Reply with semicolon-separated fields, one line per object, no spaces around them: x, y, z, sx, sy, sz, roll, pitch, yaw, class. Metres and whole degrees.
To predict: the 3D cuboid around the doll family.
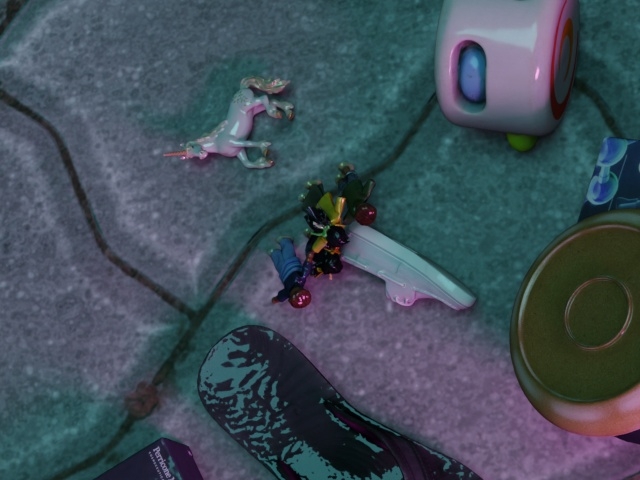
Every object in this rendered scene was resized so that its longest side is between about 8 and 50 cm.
0.000;0.000;1.721;0.193;0.076;0.111;-65;33;31;doll family

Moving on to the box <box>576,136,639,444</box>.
0.450;0.080;1.446;0.395;0.212;0.293;10;77;45;box

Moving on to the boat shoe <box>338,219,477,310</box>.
0.097;0.042;1.717;0.184;0.066;0.063;31;96;21;boat shoe

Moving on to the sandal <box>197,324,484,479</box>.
0.025;0.259;1.653;0.446;0.107;0.167;35;87;22;sandal

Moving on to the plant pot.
0.278;0.074;1.432;0.236;0.032;0.236;-20;57;35;plant pot

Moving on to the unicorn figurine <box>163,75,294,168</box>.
-0.105;-0.138;1.834;0.111;0.060;0.162;20;66;21;unicorn figurine

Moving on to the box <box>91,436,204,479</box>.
-0.201;0.339;1.707;0.158;0.093;0.156;-32;69;5;box

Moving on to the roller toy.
0.212;-0.224;1.685;0.146;0.191;0.209;9;78;19;roller toy
